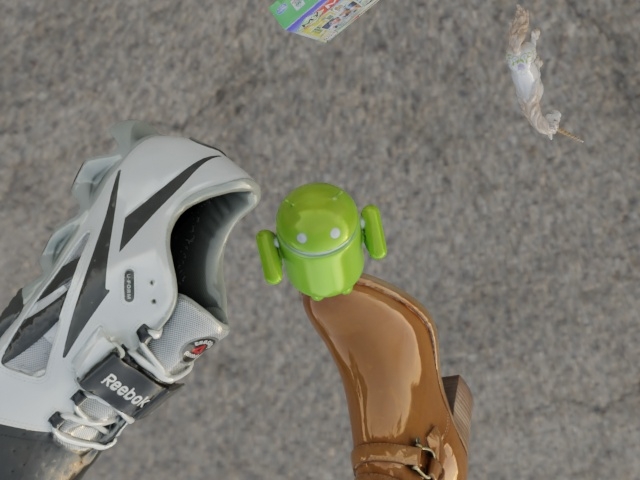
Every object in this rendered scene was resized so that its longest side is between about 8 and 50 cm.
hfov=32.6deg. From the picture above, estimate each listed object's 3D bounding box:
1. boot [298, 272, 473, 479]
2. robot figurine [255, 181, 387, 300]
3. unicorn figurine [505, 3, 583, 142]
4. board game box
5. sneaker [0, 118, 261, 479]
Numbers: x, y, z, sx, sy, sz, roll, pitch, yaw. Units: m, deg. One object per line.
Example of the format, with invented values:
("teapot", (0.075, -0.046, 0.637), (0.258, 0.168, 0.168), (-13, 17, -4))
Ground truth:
("boot", (0.051, 0.182, 1.059), (0.109, 0.220, 0.283), (-10, 133, 31))
("robot figurine", (0.000, 0.000, 0.878), (0.101, 0.067, 0.115), (-11, 142, -2))
("unicorn figurine", (0.259, -0.200, 1.348), (0.060, 0.111, 0.162), (-22, 126, 27))
("board game box", (0.087, -0.417, 1.622), (0.317, 0.213, 0.046), (-37, 84, 17))
("sneaker", (-0.148, 0.075, 0.801), (0.146, 0.330, 0.122), (18, 174, 32))
